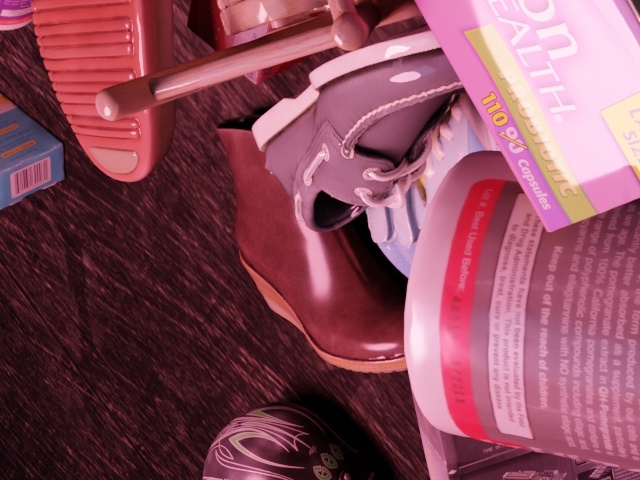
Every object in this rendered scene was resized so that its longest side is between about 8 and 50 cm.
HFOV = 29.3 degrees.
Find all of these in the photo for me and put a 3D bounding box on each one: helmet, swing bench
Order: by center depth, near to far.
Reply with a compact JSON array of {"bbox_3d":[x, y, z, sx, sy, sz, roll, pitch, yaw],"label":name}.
[{"bbox_3d":[-0.040,-0.232,0.721,0.165,0.255,0.253,-12,102,26],"label":"swing bench"},{"bbox_3d":[-0.042,0.250,1.291,0.162,0.169,0.169,34,142,6],"label":"helmet"}]

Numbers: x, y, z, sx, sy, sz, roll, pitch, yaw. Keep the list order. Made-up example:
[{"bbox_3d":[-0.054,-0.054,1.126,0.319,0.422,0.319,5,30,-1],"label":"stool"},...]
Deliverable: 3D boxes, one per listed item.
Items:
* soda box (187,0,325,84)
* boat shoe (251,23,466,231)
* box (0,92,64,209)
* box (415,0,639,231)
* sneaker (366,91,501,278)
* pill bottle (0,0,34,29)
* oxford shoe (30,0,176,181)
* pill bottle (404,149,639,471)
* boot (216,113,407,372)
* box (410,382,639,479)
[{"bbox_3d":[-0.030,-0.255,0.950,0.092,0.083,0.263,42,142,20],"label":"soda box"},{"bbox_3d":[0.043,-0.070,0.794,0.319,0.116,0.099,-20,89,69],"label":"boat shoe"},{"bbox_3d":[-0.431,-0.141,1.520,0.244,0.100,0.060,37,139,27],"label":"box"},{"bbox_3d":[0.173,-0.159,0.634,0.117,0.243,0.213,-26,96,54],"label":"box"},{"bbox_3d":[0.104,-0.075,0.890,0.208,0.127,0.319,16,127,42],"label":"sneaker"},{"bbox_3d":[-0.311,-0.307,1.235,0.108,0.108,0.193,54,145,6],"label":"pill bottle"},{"bbox_3d":[-0.148,-0.248,0.998,0.141,0.147,0.396,11,111,38],"label":"oxford shoe"},{"bbox_3d":[0.222,0.048,0.676,0.319,0.176,0.176,7,124,27],"label":"pill bottle"},{"bbox_3d":[0.000,0.000,1.104,0.248,0.090,0.206,20,133,46],"label":"boot"},{"bbox_3d":[0.194,0.151,0.866,0.056,0.231,0.183,-122,15,-65],"label":"box"}]
